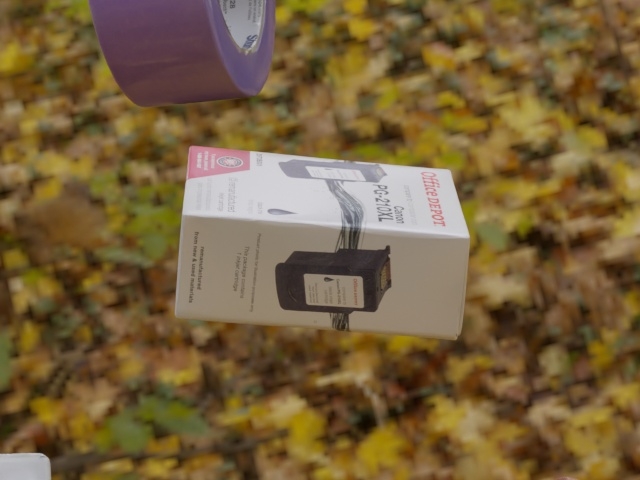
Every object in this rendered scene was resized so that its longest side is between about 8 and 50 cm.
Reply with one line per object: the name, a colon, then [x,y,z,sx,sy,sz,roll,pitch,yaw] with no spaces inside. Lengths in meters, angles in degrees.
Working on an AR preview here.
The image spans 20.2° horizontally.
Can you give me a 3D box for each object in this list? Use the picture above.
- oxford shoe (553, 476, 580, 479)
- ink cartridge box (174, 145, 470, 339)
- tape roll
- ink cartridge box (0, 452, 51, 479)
oxford shoe: [0.127,0.338,0.980,0.146,0.397,0.140,21,3,-9]
ink cartridge box: [0.000,0.000,1.525,0.237,0.100,0.172,5,22,-4]
tape roll: [-0.094,-0.188,1.232,0.080,0.189,0.189,-5,-4,13]
ink cartridge box: [-0.268,0.313,1.397,0.117,0.201,0.278,-1,-30,-12]
